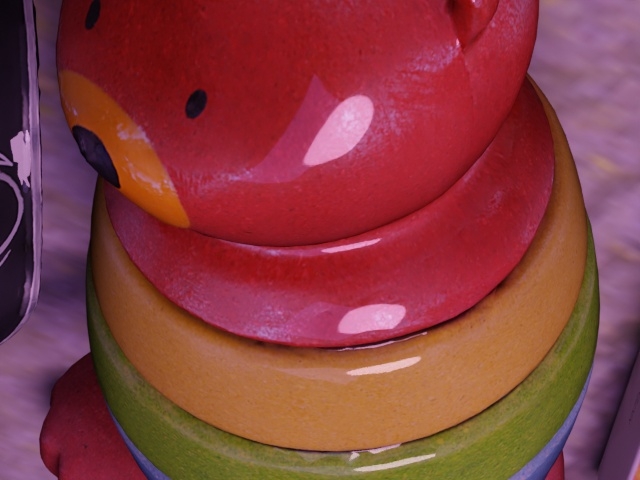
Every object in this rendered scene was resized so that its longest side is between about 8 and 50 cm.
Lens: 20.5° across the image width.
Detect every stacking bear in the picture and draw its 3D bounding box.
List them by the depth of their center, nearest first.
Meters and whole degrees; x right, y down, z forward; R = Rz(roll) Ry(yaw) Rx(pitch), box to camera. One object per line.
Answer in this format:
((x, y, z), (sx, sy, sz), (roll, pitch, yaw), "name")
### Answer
((0.000, 0.000, 0.498), (0.164, 0.175, 0.289), (-31, 149, -18), "stacking bear")

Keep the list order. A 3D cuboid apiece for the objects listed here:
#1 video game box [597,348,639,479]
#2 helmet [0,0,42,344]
((0.211, 0.054, 0.642), (0.187, 0.048, 0.205), (7, 139, 1), "video game box")
((-0.163, -0.037, 0.490), (0.161, 0.169, 0.169), (-3, 141, -15), "helmet")
